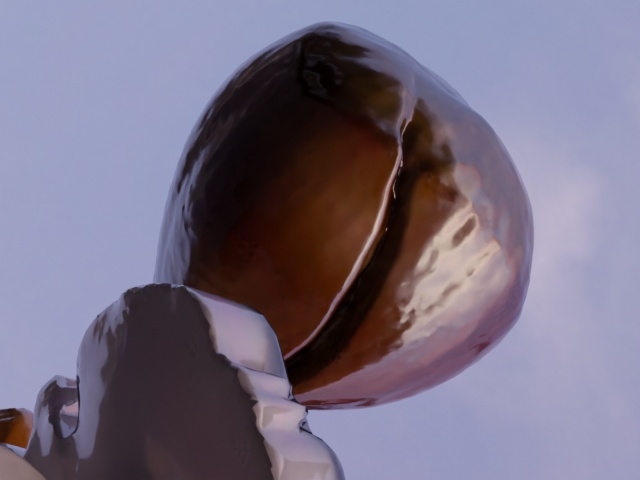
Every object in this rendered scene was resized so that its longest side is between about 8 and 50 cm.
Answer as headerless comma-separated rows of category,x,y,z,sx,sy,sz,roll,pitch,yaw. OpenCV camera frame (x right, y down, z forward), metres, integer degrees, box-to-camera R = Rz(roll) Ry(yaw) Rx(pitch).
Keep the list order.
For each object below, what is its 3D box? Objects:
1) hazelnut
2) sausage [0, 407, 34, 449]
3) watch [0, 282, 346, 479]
hazelnut,0.000,0.000,0.702,0.208,0.208,0.208,-14,-124,21
sausage,-0.262,0.239,0.948,0.105,0.105,0.274,2,-130,30
watch,-0.134,0.116,0.392,0.244,0.231,0.196,-47,-135,37
